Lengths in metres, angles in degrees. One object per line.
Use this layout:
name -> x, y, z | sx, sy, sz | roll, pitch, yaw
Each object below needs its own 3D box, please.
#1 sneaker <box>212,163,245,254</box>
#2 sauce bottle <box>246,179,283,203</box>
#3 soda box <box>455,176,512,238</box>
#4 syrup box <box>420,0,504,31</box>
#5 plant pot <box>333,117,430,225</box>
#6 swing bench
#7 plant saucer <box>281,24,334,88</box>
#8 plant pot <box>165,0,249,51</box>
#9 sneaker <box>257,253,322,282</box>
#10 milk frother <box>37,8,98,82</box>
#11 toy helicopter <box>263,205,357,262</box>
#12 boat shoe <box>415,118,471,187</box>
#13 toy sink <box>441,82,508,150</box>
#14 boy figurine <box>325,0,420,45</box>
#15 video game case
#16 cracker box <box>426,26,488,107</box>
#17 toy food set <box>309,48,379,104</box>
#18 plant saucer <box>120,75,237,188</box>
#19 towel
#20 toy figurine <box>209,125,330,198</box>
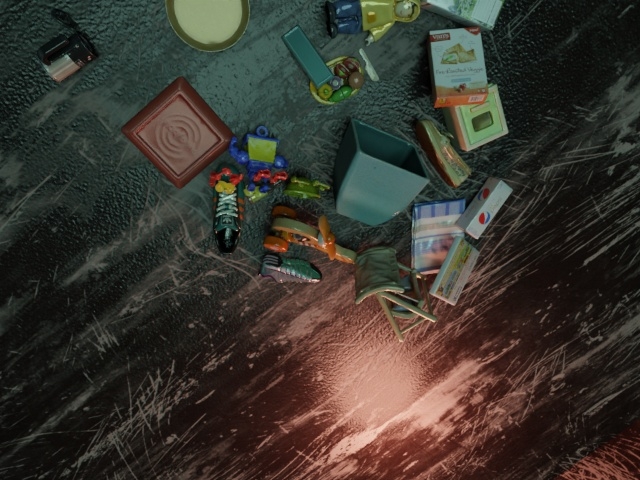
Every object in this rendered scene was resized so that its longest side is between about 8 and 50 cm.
sneaker -> -0.298, -0.094, 1.607 | 0.108, 0.121, 0.301 | -2, 110, -9
sauce bottle -> -0.186, -0.170, 1.642 | 0.128, 0.042, 0.042 | -32, 113, -2
soda box -> 0.584, -0.118, 1.764 | 0.069, 0.074, 0.216 | 33, 96, -24
syrup box -> 0.424, -0.727, 1.503 | 0.237, 0.096, 0.093 | 15, 106, -15
plant pot -> 0.161, -0.198, 1.593 | 0.248, 0.247, 0.252 | 20, 124, -17
swing bench -> 0.249, 0.164, 1.715 | 0.165, 0.253, 0.255 | -37, 114, 22
plant saucer -> -0.039, -0.560, 1.499 | 0.067, 0.018, 0.192 | -35, 94, 4
plant pot -> -0.324, -0.672, 1.428 | 0.237, 0.032, 0.236 | -3, 111, -8
sneaker -> -0.108, 0.117, 1.760 | 0.224, 0.083, 0.098 | 19, 130, -14
milk frother -> -0.730, -0.548, 1.380 | 0.135, 0.129, 0.143 | -32, 70, 3
toy helicopter -> 0.000, 0.000, 1.658 | 0.355, 0.235, 0.140 | 26, 72, -36
boat shoe -> 0.416, -0.307, 1.669 | 0.089, 0.104, 0.285 | -39, 123, 1
toy sink -> 0.493, -0.435, 1.609 | 0.153, 0.131, 0.234 | -24, 112, -1
boy figurine -> 0.160, -0.672, 1.473 | 0.286, 0.092, 0.177 | -9, 135, -5
video game case -> 0.491, 0.113, 1.794 | 0.206, 0.026, 0.226 | 27, 89, -51
cracker box -> 0.420, -0.534, 1.517 | 0.156, 0.067, 0.232 | -4, 77, 4
toy food set -> 0.073, -0.507, 1.540 | 0.218, 0.071, 0.128 | -27, 113, 1
plant saucer -> -0.438, -0.326, 1.534 | 0.259, 0.047, 0.258 | -39, 112, 5
towel -> 0.436, -0.010, 1.817 | 0.210, 0.034, 0.284 | -7, 112, -8
toy figurine -> -0.154, -0.262, 1.537 | 0.363, 0.191, 0.217 | 6, 74, -20
